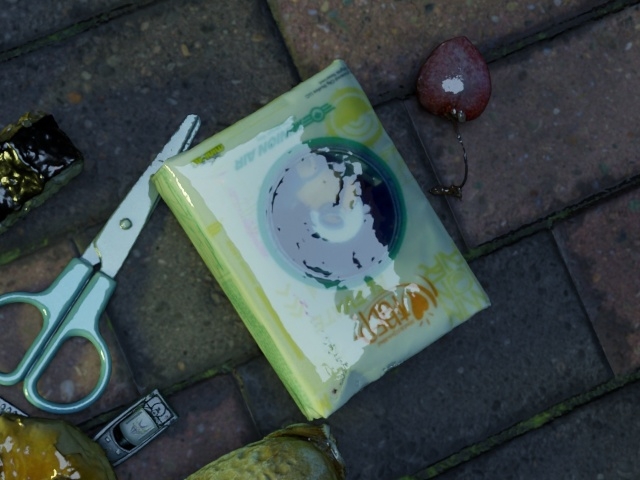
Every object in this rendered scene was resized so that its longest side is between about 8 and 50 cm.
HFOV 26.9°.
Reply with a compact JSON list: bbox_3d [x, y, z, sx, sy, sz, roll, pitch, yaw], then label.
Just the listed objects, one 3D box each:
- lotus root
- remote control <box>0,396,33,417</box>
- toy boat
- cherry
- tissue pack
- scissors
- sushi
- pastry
[{"bbox_3d":[-0.115,0.365,1.705,0.349,0.175,0.175,-31,90,-5],"label":"lotus root"},{"bbox_3d":[-0.445,0.206,1.732,0.152,0.027,0.043,36,73,-7],"label":"remote control"},{"bbox_3d":[-0.254,0.254,1.747,0.141,0.060,0.055,-37,93,-9],"label":"toy boat"},{"bbox_3d":[0.176,-0.174,1.861,0.107,0.090,0.226,11,91,-21],"label":"cherry"},{"bbox_3d":[0.000,0.000,1.766,0.287,0.162,0.388,-32,92,-12],"label":"tissue pack"},{"bbox_3d":[-0.282,0.013,1.781,0.192,0.029,0.447,33,77,-6],"label":"scissors"},{"bbox_3d":[-0.412,-0.076,1.706,0.212,0.147,0.115,-39,96,-5],"label":"sushi"},{"bbox_3d":[-0.367,0.340,1.665,0.257,0.121,0.236,38,90,3],"label":"pastry"}]
